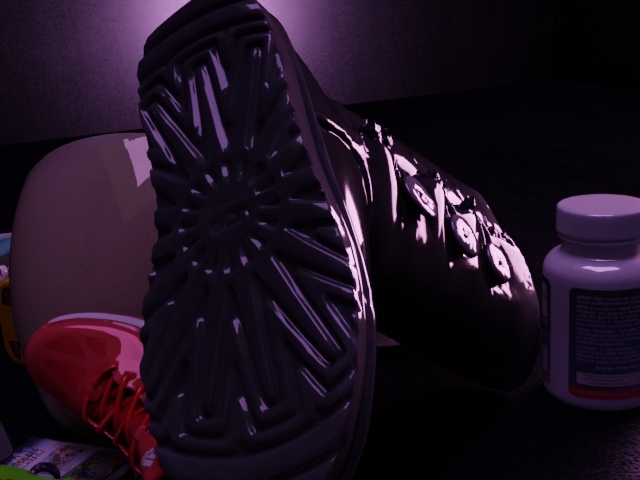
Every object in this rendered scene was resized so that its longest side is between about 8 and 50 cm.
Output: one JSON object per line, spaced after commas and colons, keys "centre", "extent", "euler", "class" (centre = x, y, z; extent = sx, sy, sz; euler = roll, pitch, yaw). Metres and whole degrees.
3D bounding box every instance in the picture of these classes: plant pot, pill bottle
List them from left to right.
{"centre": [-0.149, 0.072, 0.821], "extent": [0.284, 0.284, 0.190], "euler": [0, 53, 13], "class": "plant pot"}
{"centre": [0.258, 0.054, 0.860], "extent": [0.108, 0.180, 0.108], "euler": [-3, 16, 1], "class": "pill bottle"}

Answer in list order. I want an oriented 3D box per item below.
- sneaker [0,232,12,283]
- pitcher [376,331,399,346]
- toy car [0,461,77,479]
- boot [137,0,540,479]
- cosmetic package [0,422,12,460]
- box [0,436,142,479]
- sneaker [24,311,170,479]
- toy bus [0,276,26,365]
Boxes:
{"centre": [-0.421, 0.079, 1.091], "extent": [0.121, 0.108, 0.302], "euler": [11, 30, 41], "class": "sneaker"}
{"centre": [0.073, 0.046, 1.082], "extent": [0.178, 0.125, 0.207], "euler": [13, 22, -18], "class": "pitcher"}
{"centre": [-0.148, 0.190, 0.614], "extent": [0.225, 0.053, 0.239], "euler": [15, 12, -11], "class": "toy car"}
{"centre": [0.053, 0.058, 0.737], "extent": [0.146, 0.366, 0.445], "euler": [-17, -26, 23], "class": "boot"}
{"centre": [-0.359, 0.156, 0.665], "extent": [0.107, 0.127, 0.238], "euler": [10, 32, 42], "class": "cosmetic package"}
{"centre": [-0.225, 0.211, 0.682], "extent": [0.114, 0.036, 0.207], "euler": [2, 17, 22], "class": "box"}
{"centre": [-0.121, 0.118, 0.640], "extent": [0.221, 0.087, 0.128], "euler": [18, 11, 8], "class": "sneaker"}
{"centre": [-0.230, 0.046, 1.143], "extent": [0.130, 0.108, 0.333], "euler": [1, 17, 22], "class": "toy bus"}
